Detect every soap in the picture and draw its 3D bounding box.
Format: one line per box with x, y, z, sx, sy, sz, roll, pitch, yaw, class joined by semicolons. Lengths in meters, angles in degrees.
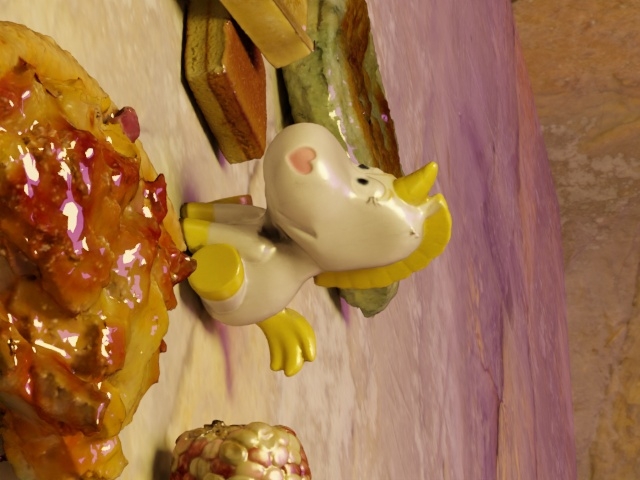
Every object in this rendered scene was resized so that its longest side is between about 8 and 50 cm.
-0.074;-0.225;1.315;0.252;0.037;0.092;50;29;-46;soap

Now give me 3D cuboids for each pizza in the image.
-0.114;0.014;0.931;0.289;0.081;0.229;54;29;-69;pizza

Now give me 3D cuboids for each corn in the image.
-0.036;0.227;1.132;0.086;0.086;0.253;9;76;-78;corn

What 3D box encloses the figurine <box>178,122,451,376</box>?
-0.003;-0.007;1.270;0.129;0.178;0.109;48;17;-15;figurine

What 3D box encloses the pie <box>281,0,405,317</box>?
0.027;-0.088;1.721;0.302;0.066;0.303;-10;90;-79;pie

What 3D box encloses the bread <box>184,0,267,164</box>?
-0.064;-0.115;1.379;0.094;0.035;0.090;66;19;-49;bread
